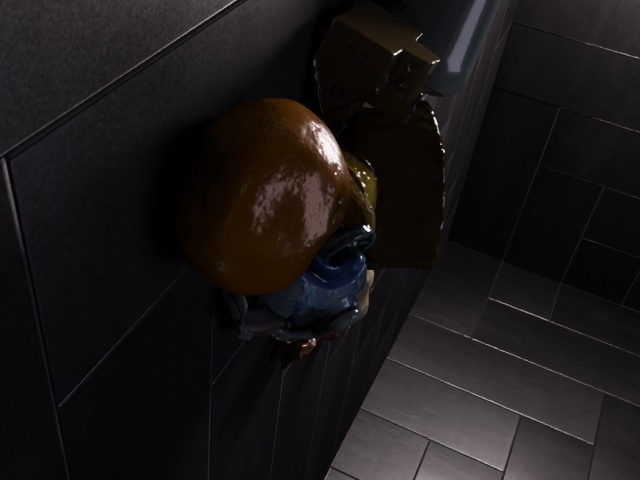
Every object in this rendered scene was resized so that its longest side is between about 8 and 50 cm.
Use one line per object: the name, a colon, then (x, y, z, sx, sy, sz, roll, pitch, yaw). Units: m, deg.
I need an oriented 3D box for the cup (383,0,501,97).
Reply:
cup: (0.225, -0.438, 1.372, 0.312, 0.205, 0.205, -69, 166, 6)

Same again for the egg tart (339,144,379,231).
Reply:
egg tart: (0.031, -0.088, 1.192, 0.074, 0.191, 0.191, -43, 156, -23)

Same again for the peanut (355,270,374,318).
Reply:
peanut: (0.089, 0.137, 1.928, 0.087, 0.087, 0.207, -52, 157, -49)

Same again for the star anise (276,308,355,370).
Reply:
star anise: (-0.018, 0.183, 1.557, 0.212, 0.111, 0.196, -55, 156, -21)

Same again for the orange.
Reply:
orange: (-0.065, -0.045, 0.905, 0.249, 0.183, 0.249, 20, 90, -77)

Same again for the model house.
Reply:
model house: (0.063, -0.234, 1.215, 0.248, 0.176, 0.181, -59, 175, 35)

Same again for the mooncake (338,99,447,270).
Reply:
mooncake: (0.131, -0.100, 1.392, 0.324, 0.187, 0.324, -3, 90, -86)

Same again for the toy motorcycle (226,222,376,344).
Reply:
toy motorcycle: (-0.021, 0.090, 1.200, 0.241, 0.182, 0.319, -53, 169, -17)
